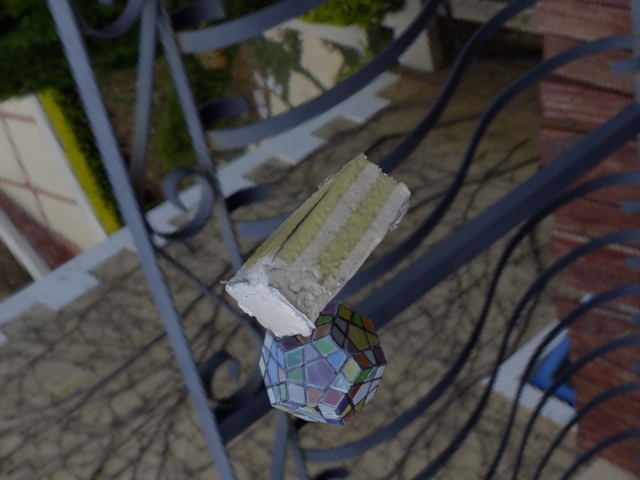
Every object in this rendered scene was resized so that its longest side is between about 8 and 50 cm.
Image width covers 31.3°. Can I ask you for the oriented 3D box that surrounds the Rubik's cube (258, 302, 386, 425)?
[{"bbox_3d":[0.001,0.104,0.980,0.093,0.111,0.111,38,147,24],"label":"Rubik's cube"}]

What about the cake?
[{"bbox_3d":[0.000,0.000,0.667,0.052,0.121,0.065,45,150,-9],"label":"cake"}]
